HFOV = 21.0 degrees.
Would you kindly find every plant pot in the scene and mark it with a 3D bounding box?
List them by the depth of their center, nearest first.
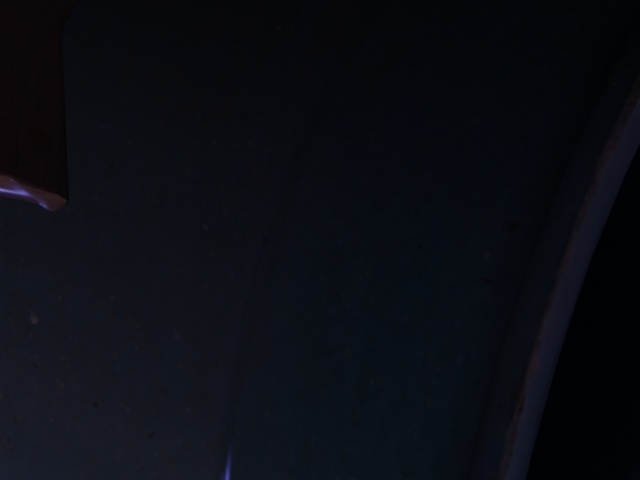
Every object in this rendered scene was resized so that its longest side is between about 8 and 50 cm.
[{"bbox_3d":[0.000,0.000,0.577,0.334,0.341,0.341,18,167,32],"label":"plant pot"}]

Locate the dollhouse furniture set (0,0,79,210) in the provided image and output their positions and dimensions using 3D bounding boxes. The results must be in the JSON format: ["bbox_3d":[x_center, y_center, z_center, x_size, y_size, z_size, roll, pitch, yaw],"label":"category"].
[{"bbox_3d":[-0.116,-0.196,0.196,0.394,0.257,0.362,16,150,-41],"label":"dollhouse furniture set"}]
